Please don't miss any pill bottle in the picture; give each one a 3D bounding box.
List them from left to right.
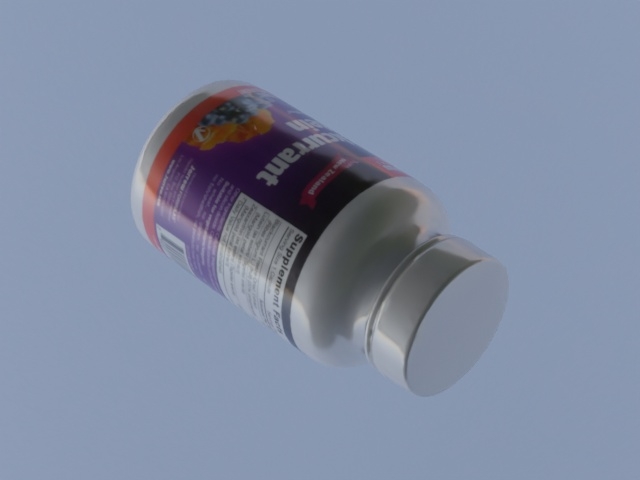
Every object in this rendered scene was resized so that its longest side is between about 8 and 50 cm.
[{"bbox_3d":[0.000,0.000,0.822,0.193,0.108,0.108,33,-100,32],"label":"pill bottle"}]
